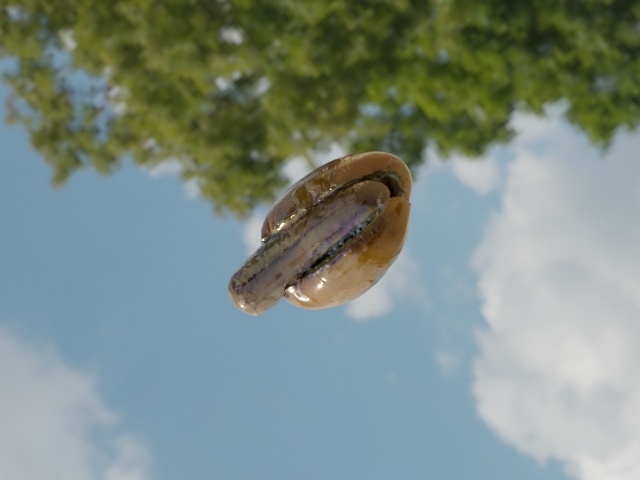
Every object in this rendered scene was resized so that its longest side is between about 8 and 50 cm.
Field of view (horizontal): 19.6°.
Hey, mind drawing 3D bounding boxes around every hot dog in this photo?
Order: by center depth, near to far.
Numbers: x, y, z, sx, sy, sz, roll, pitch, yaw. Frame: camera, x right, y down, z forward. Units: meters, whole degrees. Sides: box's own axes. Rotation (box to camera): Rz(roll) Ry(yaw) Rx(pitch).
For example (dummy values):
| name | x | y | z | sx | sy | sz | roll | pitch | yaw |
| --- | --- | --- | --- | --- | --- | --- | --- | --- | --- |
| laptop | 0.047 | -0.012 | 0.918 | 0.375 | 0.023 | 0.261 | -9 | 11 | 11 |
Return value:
| name | x | y | z | sx | sy | sz | roll | pitch | yaw |
| --- | --- | --- | --- | --- | --- | --- | --- | --- | --- |
| hot dog | 0.000 | -0.002 | 1.179 | 0.060 | 0.140 | 0.090 | 11 | -121 | -44 |
